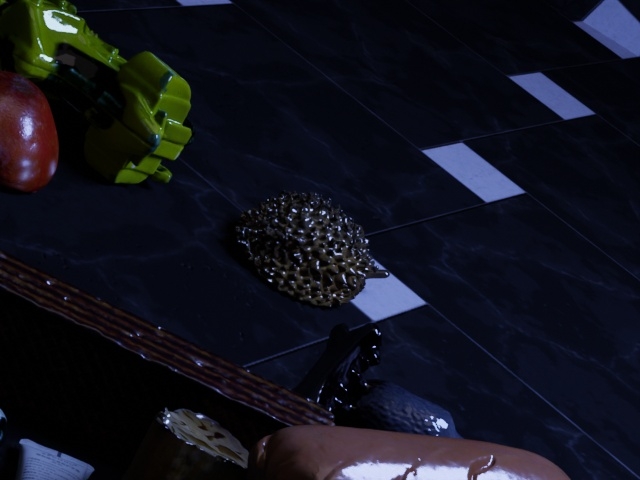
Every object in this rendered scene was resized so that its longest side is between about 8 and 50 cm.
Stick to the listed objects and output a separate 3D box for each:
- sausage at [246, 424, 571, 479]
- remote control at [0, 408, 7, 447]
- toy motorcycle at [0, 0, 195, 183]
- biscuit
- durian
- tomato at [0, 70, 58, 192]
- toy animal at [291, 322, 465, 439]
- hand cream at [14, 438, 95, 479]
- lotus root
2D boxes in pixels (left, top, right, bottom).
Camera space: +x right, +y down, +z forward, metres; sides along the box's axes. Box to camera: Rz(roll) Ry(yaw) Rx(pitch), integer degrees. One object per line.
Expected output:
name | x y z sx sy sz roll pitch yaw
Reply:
sausage | 0.074 0.215 1.516 0.304 0.121 0.121 12 30 -35
remote control | -0.369 0.100 1.528 0.256 0.045 0.097 29 26 -8
toy motorcycle | -0.291 -0.197 2.069 0.342 0.142 0.206 35 26 16
biscuit | -0.174 0.124 1.623 0.388 0.107 0.073 27 22 -7
durian | 0.000 0.000 2.073 0.188 0.091 0.148 22 26 -21
tomato | -0.336 -0.128 1.947 0.159 0.091 0.139 28 21 1
toy animal | 0.063 0.188 1.828 0.210 0.121 0.117 42 -23 -13
hand cream | -0.223 0.215 1.483 0.067 0.042 0.194 19 20 -6
lotus root | -0.111 0.202 1.520 0.095 0.135 0.159 34 15 12
